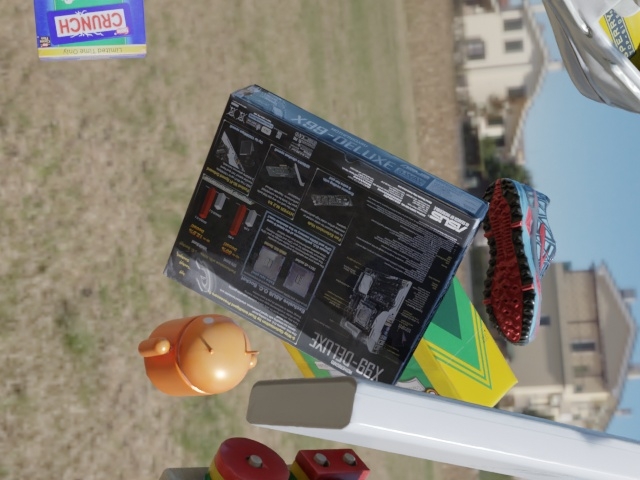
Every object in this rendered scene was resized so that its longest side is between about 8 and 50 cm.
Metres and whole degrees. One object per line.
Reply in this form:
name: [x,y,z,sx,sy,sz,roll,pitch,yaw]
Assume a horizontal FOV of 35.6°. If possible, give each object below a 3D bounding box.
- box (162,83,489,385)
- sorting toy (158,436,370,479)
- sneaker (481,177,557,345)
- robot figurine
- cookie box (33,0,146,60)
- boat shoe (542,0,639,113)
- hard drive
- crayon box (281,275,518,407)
box: [0.000,0.000,1.136,0.242,0.307,0.076,-67,170,23]
sorting toy: [-0.013,0.324,1.132,0.257,0.255,0.089,44,-65,43]
sneaker: [0.330,0.034,1.560,0.104,0.125,0.262,-12,-104,54]
robot figurine: [-0.193,0.181,1.577,0.158,0.219,0.128,53,54,-18]
cookie box: [-0.196,-0.208,0.841,0.040,0.091,0.107,-151,-123,-78]
boat shoe: [0.239,-0.229,0.814,0.156,0.136,0.367,37,-12,51]
hard drive: [0.134,0.187,0.951,0.233,0.353,0.047,-19,-121,63]
crayon box: [0.060,0.104,1.431,0.106,0.363,0.313,-42,108,-29]
